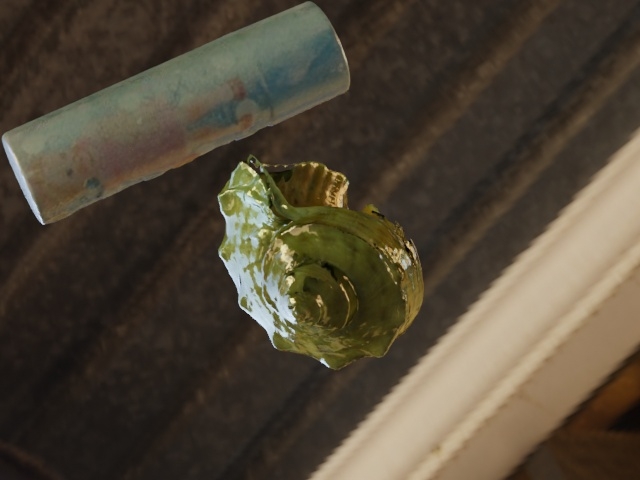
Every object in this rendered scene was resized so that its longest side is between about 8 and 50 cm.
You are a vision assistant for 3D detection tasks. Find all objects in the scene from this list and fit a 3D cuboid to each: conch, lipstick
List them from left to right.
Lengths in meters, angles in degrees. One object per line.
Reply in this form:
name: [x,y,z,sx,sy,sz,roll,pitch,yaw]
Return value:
lipstick: [-0.066,-0.059,0.745,0.157,0.048,0.048,-25,-54,-13]
conch: [0.000,0.000,0.612,0.074,0.121,0.089,-31,-78,22]
